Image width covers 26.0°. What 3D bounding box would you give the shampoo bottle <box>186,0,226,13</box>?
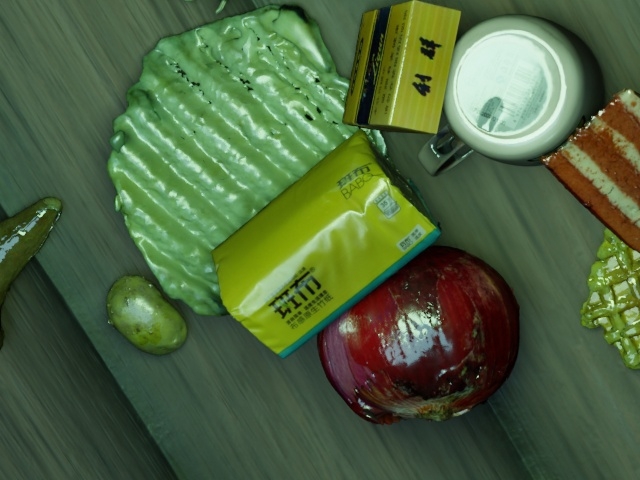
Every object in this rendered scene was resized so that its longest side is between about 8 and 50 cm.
[{"bbox_3d":[-0.187,-0.366,1.835,0.162,0.079,0.079,27,113,1],"label":"shampoo bottle"}]

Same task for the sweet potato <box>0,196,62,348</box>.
[{"bbox_3d":[-0.474,0.048,2.058,0.112,0.085,0.286,23,105,-34],"label":"sweet potato"}]

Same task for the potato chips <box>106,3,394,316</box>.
[{"bbox_3d":[-0.104,-0.112,1.896,0.373,0.097,0.389,-25,101,2],"label":"potato chips"}]

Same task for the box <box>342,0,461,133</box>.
[{"bbox_3d":[0.097,-0.212,1.728,0.070,0.237,0.152,10,94,-15],"label":"box"}]

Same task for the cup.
[{"bbox_3d":[0.223,-0.168,1.728,0.253,0.200,0.191,-37,83,15],"label":"cup"}]

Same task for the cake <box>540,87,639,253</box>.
[{"bbox_3d":[0.382,-0.117,1.733,0.158,0.160,0.262,-41,126,17],"label":"cake"}]

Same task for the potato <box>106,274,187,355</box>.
[{"bbox_3d":[-0.257,0.113,2.033,0.091,0.070,0.138,-39,98,23],"label":"potato"}]

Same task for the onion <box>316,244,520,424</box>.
[{"bbox_3d":[0.130,0.120,1.849,0.276,0.276,0.276,4,111,10],"label":"onion"}]

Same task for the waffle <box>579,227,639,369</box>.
[{"bbox_3d":[0.493,0.063,1.866,0.291,0.051,0.291,4,109,11],"label":"waffle"}]

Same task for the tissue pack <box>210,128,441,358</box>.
[{"bbox_3d":[0.000,0.000,1.789,0.271,0.192,0.134,-40,114,8],"label":"tissue pack"}]
